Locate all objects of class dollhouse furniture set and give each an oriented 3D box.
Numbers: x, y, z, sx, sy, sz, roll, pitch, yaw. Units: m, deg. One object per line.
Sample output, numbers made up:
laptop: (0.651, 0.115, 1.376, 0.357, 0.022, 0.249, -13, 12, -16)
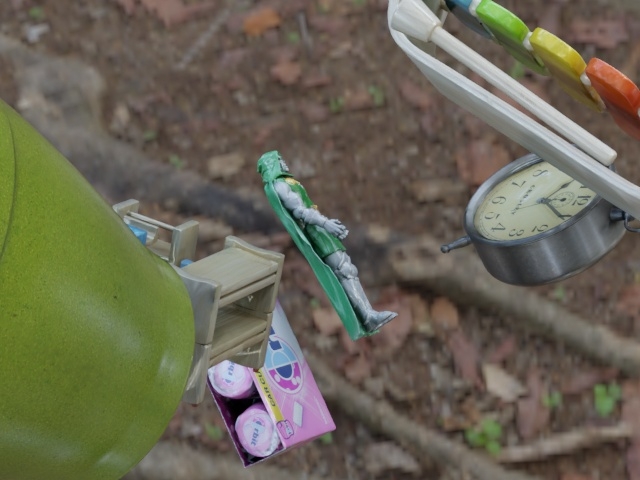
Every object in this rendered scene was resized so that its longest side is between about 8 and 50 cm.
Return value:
dollhouse furniture set: (-0.154, 0.059, 1.880, 0.183, 0.129, 0.129, 20, 22, 24)

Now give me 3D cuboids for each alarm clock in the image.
alarm clock: (0.198, -0.018, 1.527, 0.192, 0.064, 0.129, -1, 39, 46)

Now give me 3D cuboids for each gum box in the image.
gum box: (-0.070, 0.140, 2.082, 0.062, 0.107, 0.188, -30, 81, 31)

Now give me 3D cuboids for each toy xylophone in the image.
toy xylophone: (0.172, -0.109, 1.392, 0.322, 0.236, 0.081, 35, 91, 13)

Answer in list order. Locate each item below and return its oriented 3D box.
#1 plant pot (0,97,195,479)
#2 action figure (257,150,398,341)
plant pot: (-0.302, 0.052, 1.590, 0.366, 0.353, 0.366, -20, 56, 32)
action figure: (0.000, 0.000, 2.121, 0.063, 0.137, 0.232, -35, 83, 3)
